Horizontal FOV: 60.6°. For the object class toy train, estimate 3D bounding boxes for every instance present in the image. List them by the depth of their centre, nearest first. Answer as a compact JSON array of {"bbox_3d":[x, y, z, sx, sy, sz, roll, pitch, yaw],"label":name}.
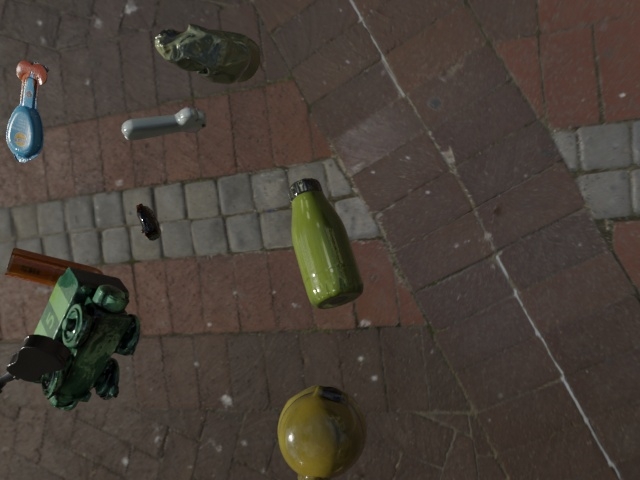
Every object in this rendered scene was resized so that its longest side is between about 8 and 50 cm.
[{"bbox_3d":[-0.525,0.217,1.217,0.238,0.167,0.299,36,100,45],"label":"toy train"}]

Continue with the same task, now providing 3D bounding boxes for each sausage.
[{"bbox_3d":[-0.627,0.081,1.327,0.234,0.071,0.071,18,103,-25],"label":"sausage"}]

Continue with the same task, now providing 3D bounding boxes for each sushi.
[{"bbox_3d":[-0.379,-0.040,1.185,0.044,0.046,0.083,-27,79,-4],"label":"sushi"}]

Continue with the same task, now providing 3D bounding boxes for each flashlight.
[{"bbox_3d":[-0.376,-0.281,1.318,0.201,0.093,0.047,-12,79,-9],"label":"flashlight"}]

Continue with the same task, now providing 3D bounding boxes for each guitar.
[{"bbox_3d":[-0.580,0.253,1.046,0.271,0.038,0.084,-31,124,29],"label":"guitar"}]

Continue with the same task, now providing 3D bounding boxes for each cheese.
[{"bbox_3d":[-0.723,-0.314,1.352,0.106,0.037,0.256,18,105,7],"label":"cheese"}]

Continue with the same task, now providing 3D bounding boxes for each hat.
[{"bbox_3d":[-0.160,-0.270,0.839,0.122,0.166,0.081,-15,84,14],"label":"hat"}]

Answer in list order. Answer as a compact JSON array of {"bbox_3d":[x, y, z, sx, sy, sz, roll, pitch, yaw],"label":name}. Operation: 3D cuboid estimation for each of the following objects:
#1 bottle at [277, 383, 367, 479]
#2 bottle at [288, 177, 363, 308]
[{"bbox_3d":[0.000,0.352,1.014,0.172,0.351,0.171,-1,75,3],"label":"bottle"},{"bbox_3d":[0.000,0.000,1.094,0.112,0.112,0.260,-24,69,18],"label":"bottle"}]
